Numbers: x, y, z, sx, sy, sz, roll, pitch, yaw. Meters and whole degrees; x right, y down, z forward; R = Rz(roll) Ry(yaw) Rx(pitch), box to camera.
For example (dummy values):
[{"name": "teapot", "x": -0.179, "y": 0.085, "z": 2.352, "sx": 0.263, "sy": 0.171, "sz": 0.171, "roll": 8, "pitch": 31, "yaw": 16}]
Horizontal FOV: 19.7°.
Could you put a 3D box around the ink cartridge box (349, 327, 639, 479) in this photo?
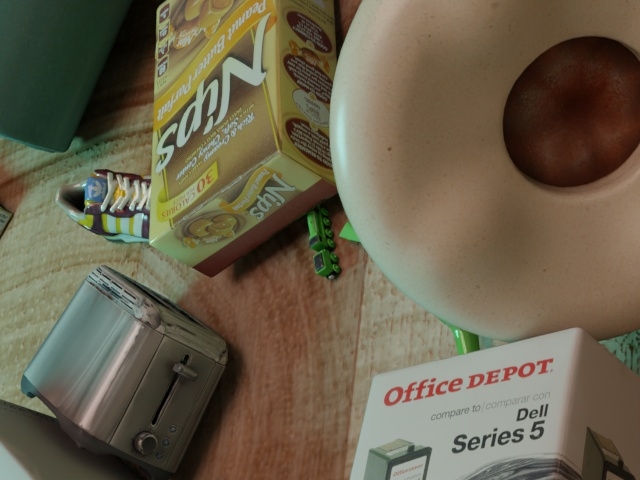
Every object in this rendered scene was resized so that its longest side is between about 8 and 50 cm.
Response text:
[{"name": "ink cartridge box", "x": 0.116, "y": 0.216, "z": 1.291, "sx": 0.198, "sy": 0.115, "sz": 0.273, "roll": -17, "pitch": 47, "yaw": 39}]

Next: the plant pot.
[{"name": "plant pot", "x": -0.344, "y": -0.290, "z": 2.020, "sx": 0.341, "sy": 0.341, "sz": 0.334, "roll": 22, "pitch": 94, "yaw": 52}]

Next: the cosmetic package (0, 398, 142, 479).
[{"name": "cosmetic package", "x": -0.219, "y": 0.288, "z": 1.612, "sx": 0.365, "sy": 0.197, "sz": 0.155, "roll": 36, "pitch": 98, "yaw": 46}]

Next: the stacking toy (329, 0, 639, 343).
[{"name": "stacking toy", "x": 0.139, "y": -0.154, "z": 1.458, "sx": 0.350, "sy": 0.350, "sz": 0.480, "roll": -55, "pitch": 21, "yaw": 10}]

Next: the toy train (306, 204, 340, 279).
[{"name": "toy train", "x": 0.000, "y": 0.000, "z": 1.682, "sx": 0.017, "sy": 0.024, "sz": 0.083, "roll": -37, "pitch": 45, "yaw": 29}]

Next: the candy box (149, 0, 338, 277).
[{"name": "candy box", "x": -0.074, "y": -0.143, "z": 1.780, "sx": 0.183, "sy": 0.087, "sz": 0.316, "roll": -34, "pitch": 41, "yaw": 33}]

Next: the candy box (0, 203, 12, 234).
[{"name": "candy box", "x": -0.442, "y": 0.021, "z": 2.147, "sx": 0.186, "sy": 0.053, "sz": 0.109, "roll": -59, "pitch": 38, "yaw": 3}]

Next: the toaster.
[{"name": "toaster", "x": -0.185, "y": 0.120, "z": 1.742, "sx": 0.146, "sy": 0.129, "sz": 0.227, "roll": -59, "pitch": 31, "yaw": -1}]

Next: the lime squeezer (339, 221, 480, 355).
[{"name": "lime squeezer", "x": 0.091, "y": 0.046, "z": 1.527, "sx": 0.110, "sy": 0.059, "sz": 0.310, "roll": -48, "pitch": 42, "yaw": 18}]

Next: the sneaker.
[{"name": "sneaker", "x": -0.193, "y": -0.038, "z": 1.873, "sx": 0.185, "sy": 0.084, "sz": 0.069, "roll": -12, "pitch": 61, "yaw": 45}]
